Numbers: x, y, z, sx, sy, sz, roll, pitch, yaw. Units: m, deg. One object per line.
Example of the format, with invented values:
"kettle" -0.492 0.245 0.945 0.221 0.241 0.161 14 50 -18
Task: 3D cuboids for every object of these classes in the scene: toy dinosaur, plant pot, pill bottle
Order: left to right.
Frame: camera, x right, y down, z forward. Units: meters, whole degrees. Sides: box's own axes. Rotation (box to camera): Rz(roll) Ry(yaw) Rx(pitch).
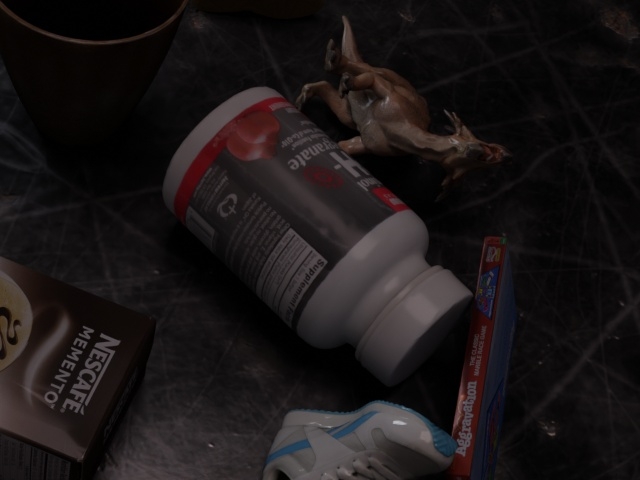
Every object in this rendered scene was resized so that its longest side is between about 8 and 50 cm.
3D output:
"plant pot" -0.260 -0.215 1.356 0.215 0.230 0.215 7 55 -10
"pill bottle" 0.000 0.000 1.305 0.318 0.176 0.176 43 56 16
"toy dinosaur" 0.093 -0.144 1.473 0.200 0.127 0.296 7 36 -23

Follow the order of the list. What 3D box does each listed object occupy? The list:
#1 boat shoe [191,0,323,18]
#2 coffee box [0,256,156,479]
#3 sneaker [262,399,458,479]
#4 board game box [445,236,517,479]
"boat shoe" -0.080 -0.324 1.585 0.170 0.063 0.059 3 61 -11
"coffee box" -0.326 0.110 1.178 0.297 0.119 0.168 22 53 1
"sneaker" 0.035 0.208 1.156 0.087 0.228 0.092 41 56 -25
"board game box" 0.166 0.149 1.263 0.027 0.145 0.281 2 51 17
